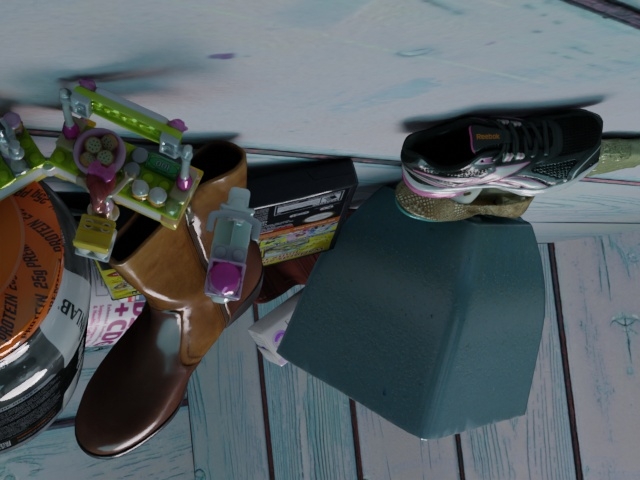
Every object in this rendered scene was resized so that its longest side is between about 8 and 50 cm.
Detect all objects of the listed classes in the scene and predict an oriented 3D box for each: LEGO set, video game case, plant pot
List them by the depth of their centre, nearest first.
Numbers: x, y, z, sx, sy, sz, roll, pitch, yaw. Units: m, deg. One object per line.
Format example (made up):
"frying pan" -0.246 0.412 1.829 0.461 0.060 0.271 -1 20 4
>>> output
"LEGO set" -0.179 -0.036 0.662 0.287 0.132 0.107 3 165 -9
"video game case" -0.107 -0.007 1.154 0.274 0.035 0.248 -13 166 -9
"plant pot" 0.139 0.068 1.334 0.247 0.252 0.247 27 -164 37

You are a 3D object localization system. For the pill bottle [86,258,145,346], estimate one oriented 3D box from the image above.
"pill bottle" -0.297 0.070 1.538 0.283 0.160 0.160 -2 174 -45

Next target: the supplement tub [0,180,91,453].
"supplement tub" -0.291 0.056 0.856 0.207 0.207 0.338 -5 163 -16

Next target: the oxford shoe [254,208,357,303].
"oxford shoe" 0.000 0.000 1.585 0.348 0.123 0.130 -13 -162 47

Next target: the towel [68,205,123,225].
"towel" -0.387 -0.012 1.174 0.324 0.056 0.312 -6 173 35

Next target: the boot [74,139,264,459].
"boot" -0.146 0.068 0.959 0.264 0.096 0.280 -43 165 -14

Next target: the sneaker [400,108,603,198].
"sneaker" 0.151 -0.075 0.901 0.178 0.072 0.077 -13 164 12

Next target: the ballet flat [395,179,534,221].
"ballet flat" 0.172 -0.063 1.200 0.206 0.073 0.067 -6 149 -42

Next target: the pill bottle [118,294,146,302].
"pill bottle" -0.185 0.022 1.413 0.180 0.108 0.108 -5 176 -14

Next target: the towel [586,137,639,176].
"towel" 0.288 -0.089 1.154 0.110 0.027 0.148 -2 175 -32

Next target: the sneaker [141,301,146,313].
"sneaker" -0.158 0.072 1.507 0.228 0.087 0.092 -41 151 -31

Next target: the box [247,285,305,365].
"box" 0.039 0.071 1.635 0.324 0.063 0.067 -36 -165 -18
